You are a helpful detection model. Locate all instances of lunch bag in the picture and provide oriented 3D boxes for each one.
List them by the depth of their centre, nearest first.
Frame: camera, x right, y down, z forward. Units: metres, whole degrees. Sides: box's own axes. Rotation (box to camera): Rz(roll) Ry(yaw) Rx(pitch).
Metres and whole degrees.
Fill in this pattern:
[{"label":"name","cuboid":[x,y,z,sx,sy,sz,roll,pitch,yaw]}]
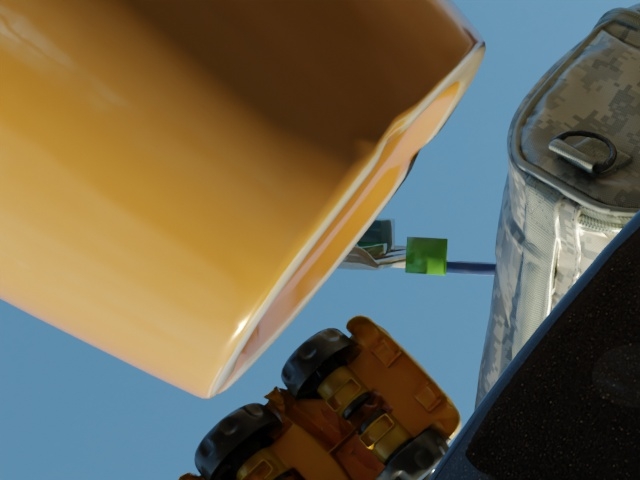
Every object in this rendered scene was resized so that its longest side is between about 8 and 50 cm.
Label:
[{"label":"lunch bag","cuboid":[0.212,0.020,1.073,0.256,0.305,0.212,-28,-131,-29]}]

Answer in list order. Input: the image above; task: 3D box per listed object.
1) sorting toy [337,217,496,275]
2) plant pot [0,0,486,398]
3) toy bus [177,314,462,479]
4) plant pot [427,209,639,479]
[{"label":"sorting toy","cuboid":[0.000,0.000,1.562,0.196,0.348,0.047,1,-89,-65]},{"label":"plant pot","cuboid":[-0.065,-0.061,0.485,0.188,0.205,0.205,39,-132,5]},{"label":"toy bus","cuboid":[0.021,0.187,1.428,0.149,0.220,0.211,47,-176,20]},{"label":"plant pot","cuboid":[0.153,0.091,0.536,0.187,0.188,0.167,13,-81,-43]}]
